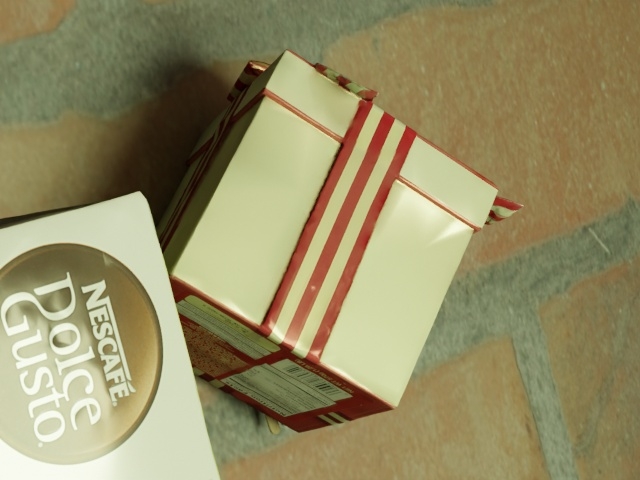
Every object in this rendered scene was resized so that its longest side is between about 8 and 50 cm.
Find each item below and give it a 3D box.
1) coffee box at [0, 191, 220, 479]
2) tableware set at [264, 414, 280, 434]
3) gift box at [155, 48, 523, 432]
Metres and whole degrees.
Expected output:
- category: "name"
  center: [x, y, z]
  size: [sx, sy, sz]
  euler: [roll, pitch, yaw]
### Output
- category: "coffee box"
  center: [-0.291, 0.176, 0.886]
  size: [0.334, 0.338, 0.338]
  euler: [-18, 97, -38]
- category: "tableware set"
  center: [-0.028, 0.080, 1.290]
  size: [0.128, 0.039, 0.194]
  euler: [-19, 91, -26]
- category: "gift box"
  center: [0.000, 0.000, 1.143]
  size: [0.255, 0.276, 0.258]
  euler: [33, 66, -18]
